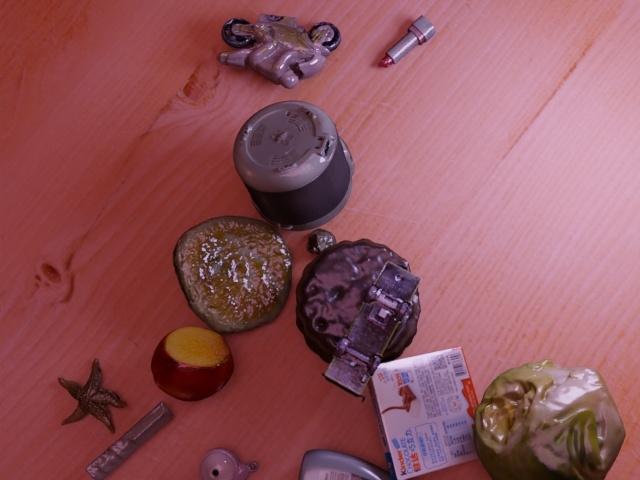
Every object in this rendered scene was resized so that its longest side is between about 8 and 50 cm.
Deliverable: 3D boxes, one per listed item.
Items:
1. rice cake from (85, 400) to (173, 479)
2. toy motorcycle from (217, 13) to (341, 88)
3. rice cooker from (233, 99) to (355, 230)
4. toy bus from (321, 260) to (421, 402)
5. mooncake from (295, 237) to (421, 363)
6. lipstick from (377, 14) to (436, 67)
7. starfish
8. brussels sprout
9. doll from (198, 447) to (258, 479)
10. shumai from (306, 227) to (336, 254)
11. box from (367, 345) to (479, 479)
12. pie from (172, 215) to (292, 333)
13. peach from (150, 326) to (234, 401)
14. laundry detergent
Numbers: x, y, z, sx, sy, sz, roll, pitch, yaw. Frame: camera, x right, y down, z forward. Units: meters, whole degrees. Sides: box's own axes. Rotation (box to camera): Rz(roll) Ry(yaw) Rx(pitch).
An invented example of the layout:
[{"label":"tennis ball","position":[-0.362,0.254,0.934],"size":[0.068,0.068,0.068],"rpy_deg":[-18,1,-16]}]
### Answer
[{"label":"rice cake","position":[-0.478,0.505,1.858],"size":[0.256,0.057,0.052],"rpy_deg":[-42,50,-7]},{"label":"toy motorcycle","position":[-0.116,-0.526,2.064],"size":[0.340,0.108,0.223],"rpy_deg":[5,70,0]},{"label":"rice cooker","position":[-0.063,-0.188,1.886],"size":[0.288,0.277,0.289],"rpy_deg":[-7,60,13]},{"label":"toy bus","position":[0.117,0.205,1.657],"size":[0.113,0.139,0.302],"rpy_deg":[29,72,8]},{"label":"mooncake","position":[0.091,0.157,1.829],"size":[0.323,0.187,0.324],"rpy_deg":[-1,76,3]},{"label":"lipstick","position":[0.233,-0.543,2.064],"size":[0.186,0.057,0.063],"rpy_deg":[-41,76,0]},{"label":"starfish","position":[-0.603,0.418,1.904],"size":[0.208,0.053,0.176],"rpy_deg":[43,93,20]},{"label":"brussels sprout","position":[0.516,0.436,1.662],"size":[0.343,0.268,0.345],"rpy_deg":[1,99,8]},{"label":"doll","position":[-0.314,0.630,1.794],"size":[0.365,0.094,0.160],"rpy_deg":[-29,78,-2]},{"label":"shumai","position":[0.000,0.000,1.931],"size":[0.082,0.080,0.083],"rpy_deg":[-13,73,0]},{"label":"box","position":[0.258,0.410,1.769],"size":[0.264,0.048,0.274],"rpy_deg":[-7,74,-22]},{"label":"pie","position":[-0.217,0.081,1.903],"size":[0.322,0.070,0.324],"rpy_deg":[2,83,-14]},{"label":"peach","position":[-0.316,0.301,1.828],"size":[0.192,0.190,0.190],"rpy_deg":[-35,73,24]},{"label":"laundry detergent","position":[0.136,0.652,1.732],"size":[0.397,0.125,0.264],"rpy_deg":[9,74,6]}]
